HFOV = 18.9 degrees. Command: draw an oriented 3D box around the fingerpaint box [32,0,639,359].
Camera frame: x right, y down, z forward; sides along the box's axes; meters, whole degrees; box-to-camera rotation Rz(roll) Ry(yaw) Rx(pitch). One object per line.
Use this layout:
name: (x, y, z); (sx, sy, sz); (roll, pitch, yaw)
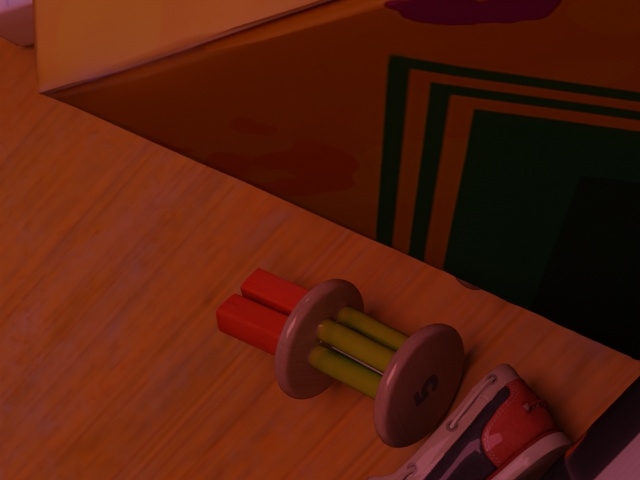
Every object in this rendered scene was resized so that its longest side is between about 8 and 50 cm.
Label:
fingerpaint box: (0.071, -0.215, 0.611); (0.163, 0.371, 0.445); (-14, 71, 27)

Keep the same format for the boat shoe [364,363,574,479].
boat shoe: (0.034, 0.105, 0.738); (0.137, 0.049, 0.043); (-42, 66, 11)

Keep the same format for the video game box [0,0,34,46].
video game box: (-0.073, -0.203, 0.886); (0.205, 0.048, 0.187); (-13, 73, 28)

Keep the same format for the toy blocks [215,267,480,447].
toy blocks: (0.000, 0.000, 0.783); (0.148, 0.054, 0.123); (26, 91, 33)

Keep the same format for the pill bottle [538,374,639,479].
pill bottle: (0.094, 0.151, 0.642); (0.246, 0.130, 0.130); (-48, 59, 11)
